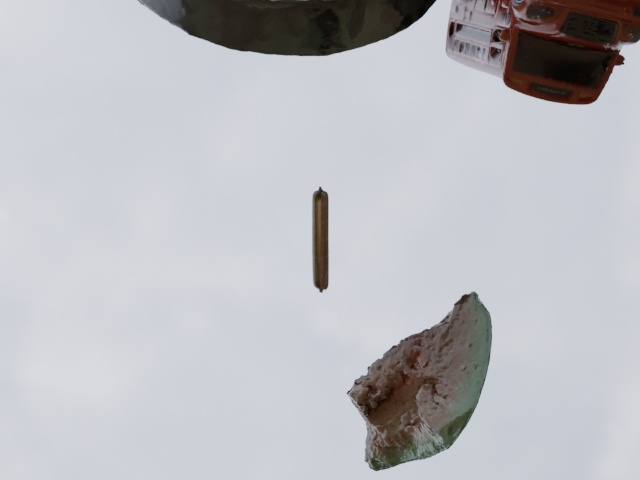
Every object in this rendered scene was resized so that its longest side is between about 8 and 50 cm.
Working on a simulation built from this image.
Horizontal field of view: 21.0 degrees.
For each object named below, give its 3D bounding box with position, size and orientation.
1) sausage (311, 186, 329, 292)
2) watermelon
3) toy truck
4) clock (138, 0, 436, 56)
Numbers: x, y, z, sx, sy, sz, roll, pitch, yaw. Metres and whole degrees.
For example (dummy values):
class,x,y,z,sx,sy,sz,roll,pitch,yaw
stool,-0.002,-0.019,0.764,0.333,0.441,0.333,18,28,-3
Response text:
class,x,y,z,sx,sy,sz,roll,pitch,yaw
sausage,0.000,0.000,1.445,0.015,0.015,0.100,-11,-61,-19
watermelon,0.095,0.116,1.400,0.155,0.101,0.080,-44,-67,-15
toy truck,0.184,-0.180,1.440,0.107,0.253,0.114,11,-80,-13
clock,-0.033,-0.286,1.511,0.312,0.312,0.061,-13,-38,-18
